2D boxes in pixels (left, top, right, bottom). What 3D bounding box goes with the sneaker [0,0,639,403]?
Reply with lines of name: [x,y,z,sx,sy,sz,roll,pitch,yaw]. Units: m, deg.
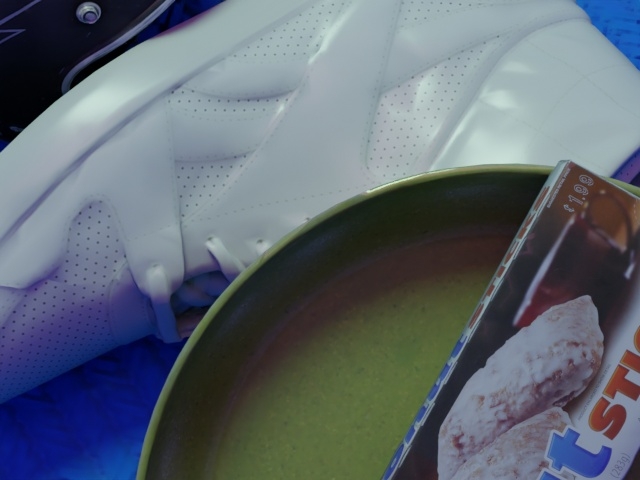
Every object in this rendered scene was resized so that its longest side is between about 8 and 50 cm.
sneaker: [0.000,0.000,0.570,0.292,0.108,0.169,-37,69,-12]

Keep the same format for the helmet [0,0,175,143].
helmet: [-0.114,-0.125,0.600,0.169,0.161,0.169,0,67,-1]

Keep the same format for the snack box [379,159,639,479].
snack box: [0.060,0.067,0.486,0.064,0.022,0.178,29,92,-4]

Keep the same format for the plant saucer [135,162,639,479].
plant saucer: [0.059,0.095,0.517,0.241,0.037,0.241,0,93,-1]
